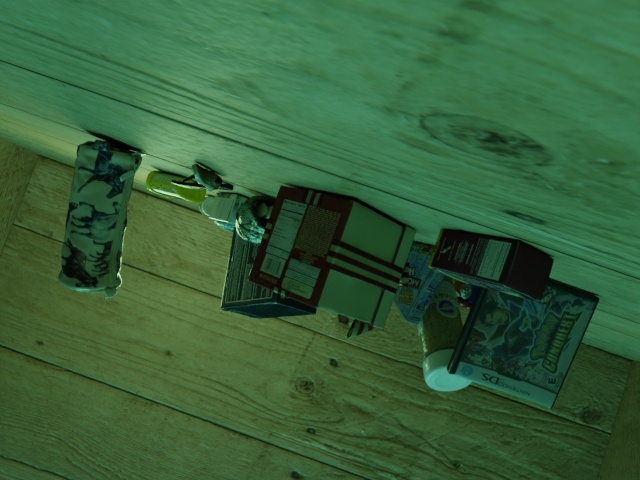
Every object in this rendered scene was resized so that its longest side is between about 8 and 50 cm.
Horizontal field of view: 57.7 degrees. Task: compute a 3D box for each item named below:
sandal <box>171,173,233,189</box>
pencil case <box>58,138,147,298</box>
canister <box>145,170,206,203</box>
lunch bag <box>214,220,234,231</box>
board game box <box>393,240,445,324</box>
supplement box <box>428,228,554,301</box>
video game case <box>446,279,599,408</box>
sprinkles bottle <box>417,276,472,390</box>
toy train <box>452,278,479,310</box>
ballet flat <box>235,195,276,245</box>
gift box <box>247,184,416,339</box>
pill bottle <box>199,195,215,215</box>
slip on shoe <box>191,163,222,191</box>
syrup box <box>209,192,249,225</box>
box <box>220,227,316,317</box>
[{"bbox_3d":[-0.329,-0.166,1.631,0.179,0.040,0.067,4,179,10],"label":"sandal"},{"bbox_3d":[-0.589,-0.060,1.560,0.183,0.410,0.160,12,-176,31],"label":"pencil case"},{"bbox_3d":[-0.474,-0.175,1.909,0.170,0.073,0.126,14,174,38],"label":"canister"},{"bbox_3d":[-0.275,-0.067,2.187,0.224,0.108,0.279,20,176,-3],"label":"lunch bag"},{"bbox_3d":[0.220,0.100,1.451,0.194,0.194,0.060,15,174,45],"label":"board game box"},{"bbox_3d":[0.300,0.041,1.040,0.104,0.081,0.188,22,176,-32],"label":"supplement box"},{"bbox_3d":[0.448,0.211,1.294,0.248,0.275,0.035,19,-171,0],"label":"video game case"},{"bbox_3d":[0.304,0.203,1.494,0.121,0.355,0.121,-1,136,-1],"label":"sprinkles bottle"},{"bbox_3d":[0.388,0.117,1.682,0.143,0.105,0.248,32,-177,30],"label":"toy train"},{"bbox_3d":[0.000,0.000,1.602,0.482,0.164,0.182,21,156,-9],"label":"ballet flat"},{"bbox_3d":[0.021,0.053,1.246,0.255,0.276,0.258,23,-179,44],"label":"gift box"},{"bbox_3d":[-0.433,-0.133,2.271,0.078,0.078,0.137,20,177,-19],"label":"pill bottle"},{"bbox_3d":[-0.277,-0.157,1.426,0.041,0.051,0.135,-21,163,3],"label":"slip on shoe"},{"bbox_3d":[-0.278,-0.095,1.884,0.093,0.096,0.237,19,176,-26],"label":"syrup box"},{"bbox_3d":[-0.152,0.093,1.898,0.182,0.296,0.294,21,158,-39],"label":"box"}]
